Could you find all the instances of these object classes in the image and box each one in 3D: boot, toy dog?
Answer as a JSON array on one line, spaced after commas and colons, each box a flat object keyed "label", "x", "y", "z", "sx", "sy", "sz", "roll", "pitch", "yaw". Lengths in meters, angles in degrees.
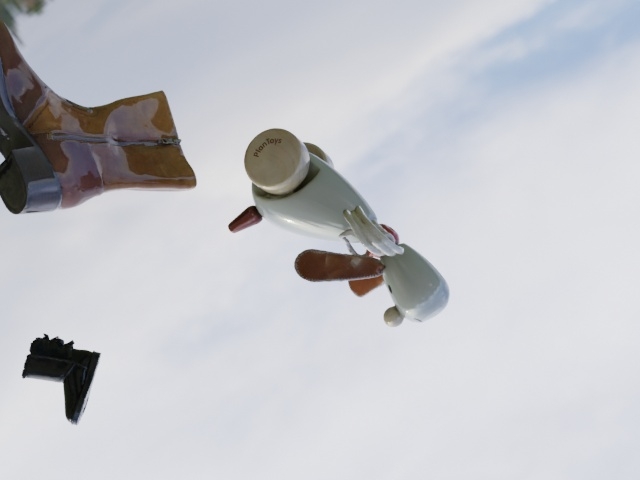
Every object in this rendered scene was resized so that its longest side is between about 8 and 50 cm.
[{"label": "boot", "x": -0.371, "y": 0.194, "z": 1.726, "sx": 0.045, "sy": 0.099, "sz": 0.121, "roll": 114, "pitch": -11, "yaw": -62}, {"label": "boot", "x": -0.296, "y": -0.172, "z": 1.544, "sx": 0.280, "sy": 0.264, "sz": 0.096, "roll": -15, "pitch": 166, "yaw": -46}, {"label": "toy dog", "x": 0.000, "y": 0.000, "z": 1.591, "sx": 0.161, "sy": 0.220, "sz": 0.334, "roll": -47, "pitch": -131, "yaw": 9}]
